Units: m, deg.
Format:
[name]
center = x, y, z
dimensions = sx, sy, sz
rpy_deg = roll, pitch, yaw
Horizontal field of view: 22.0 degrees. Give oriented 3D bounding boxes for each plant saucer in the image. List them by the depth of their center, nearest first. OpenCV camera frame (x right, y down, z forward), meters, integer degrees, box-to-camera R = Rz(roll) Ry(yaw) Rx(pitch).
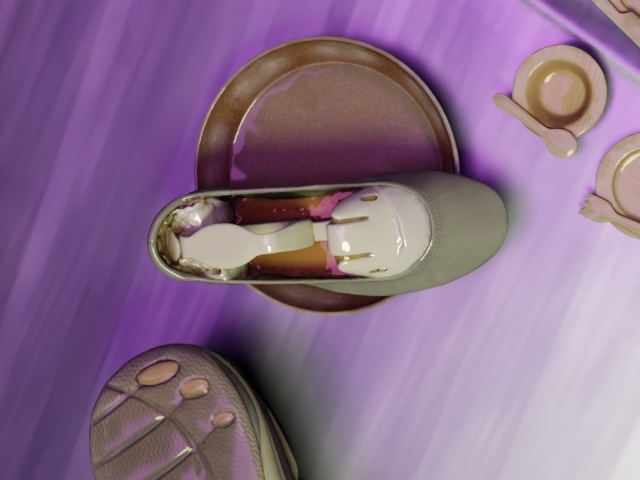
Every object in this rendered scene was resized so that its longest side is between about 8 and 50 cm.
[plant saucer]
center = 0.006, -0.039, 0.999
dimensions = 0.168, 0.029, 0.168
rpy_deg = 2, 96, 18

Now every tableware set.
[tableware set]
center = 0.188, -0.089, 0.935
dimensions = 0.141, 0.020, 0.169
rpy_deg = 42, 107, 10

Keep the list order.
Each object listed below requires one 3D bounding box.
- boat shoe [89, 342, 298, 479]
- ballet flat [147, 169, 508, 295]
[boat shoe]
center = -0.032, 0.232, 0.992
dimensions = 0.132, 0.130, 0.355
rpy_deg = -13, 86, 16
[ballet flat]
center = 0.000, 0.000, 0.954
dimensions = 0.213, 0.068, 0.072
rpy_deg = -2, 96, 19
